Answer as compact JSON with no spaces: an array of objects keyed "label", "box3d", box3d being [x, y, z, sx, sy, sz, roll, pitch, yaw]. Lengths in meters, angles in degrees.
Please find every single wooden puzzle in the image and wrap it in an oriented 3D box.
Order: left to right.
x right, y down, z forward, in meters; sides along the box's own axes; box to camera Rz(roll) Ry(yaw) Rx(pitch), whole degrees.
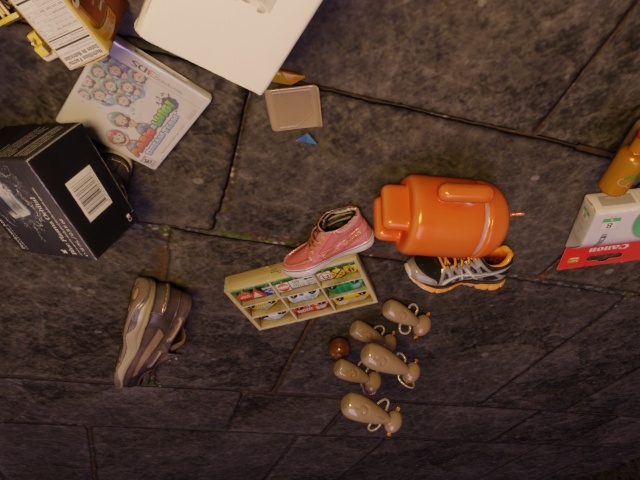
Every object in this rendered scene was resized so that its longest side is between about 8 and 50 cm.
[{"label":"wooden puzzle","box3d":[-0.035,-0.180,0.679,0.079,0.014,0.116,2,141,-1]}]

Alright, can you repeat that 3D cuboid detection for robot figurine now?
[{"label":"robot figurine","box3d":[0.195,-0.036,0.788,0.220,0.128,0.158,4,119,-8]}]

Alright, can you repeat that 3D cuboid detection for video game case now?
[{"label":"video game case","box3d":[-0.245,-0.174,0.661,0.143,0.019,0.157,27,132,-32]}]

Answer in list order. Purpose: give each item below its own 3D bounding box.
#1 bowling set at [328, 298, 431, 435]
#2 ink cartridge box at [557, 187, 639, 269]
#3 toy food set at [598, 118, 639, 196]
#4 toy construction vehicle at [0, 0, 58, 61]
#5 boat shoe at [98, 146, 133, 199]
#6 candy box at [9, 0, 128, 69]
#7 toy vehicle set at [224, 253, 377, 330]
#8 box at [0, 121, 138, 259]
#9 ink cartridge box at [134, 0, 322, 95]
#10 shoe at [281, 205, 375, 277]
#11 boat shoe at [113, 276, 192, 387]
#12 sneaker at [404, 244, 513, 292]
[{"label":"bowling set","box3d":[0.125,0.263,1.144,0.154,0.287,0.200,29,174,-25]},{"label":"ink cartridge box","box3d":[0.553,-0.004,0.919,0.181,0.056,0.224,-7,139,4]},{"label":"toy food set","box3d":[0.517,-0.129,0.711,0.233,0.111,0.104,1,141,-3]},{"label":"toy construction vehicle","box3d":[-0.314,-0.243,0.557,0.086,0.035,0.098,-14,140,12]},{"label":"boat shoe","box3d":[-0.330,-0.049,0.770,0.075,0.064,0.206,12,138,-19]},{"label":"candy box","box3d":[-0.266,-0.271,0.469,0.053,0.109,0.186,-15,140,14]},{"label":"toy vehicle set","box3d":[-0.035,0.099,1.003,0.267,0.035,0.166,-15,139,13]},{"label":"box","box3d":[-0.358,-0.064,0.666,0.158,0.093,0.156,4,132,27]},{"label":"ink cartridge box","box3d":[-0.027,-0.292,0.387,0.117,0.207,0.283,21,135,-25]},{"label":"shoe","box3d":[0.000,0.000,0.868,0.178,0.063,0.081,-22,137,13]},{"label":"boat shoe","box3d":[-0.344,0.213,1.041,0.130,0.132,0.355,12,139,-19]},{"label":"sneaker","box3d":[0.257,0.041,0.930,0.215,0.084,0.083,-1,139,-18]}]
